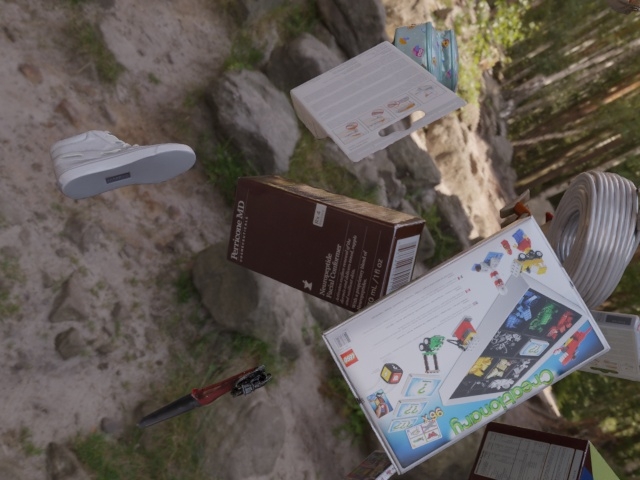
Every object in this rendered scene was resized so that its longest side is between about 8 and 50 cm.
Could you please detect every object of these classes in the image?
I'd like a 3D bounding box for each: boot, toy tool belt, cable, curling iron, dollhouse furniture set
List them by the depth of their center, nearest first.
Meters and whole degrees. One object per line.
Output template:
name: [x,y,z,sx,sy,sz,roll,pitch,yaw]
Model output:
toy tool belt: [0.428,-0.352,0.773,0.051,0.052,0.083,-131,-128,-78]
curling iron: [-0.204,0.265,0.966,0.035,0.274,0.068,68,20,2]
cable: [0.478,0.002,1.035,0.257,0.089,0.257,-47,152,-78]
boot: [-0.382,-0.170,1.103,0.258,0.095,0.123,-17,62,-26]
dollhouse furniture set: [0.598,0.017,1.441,0.262,0.135,0.259,51,-3,34]

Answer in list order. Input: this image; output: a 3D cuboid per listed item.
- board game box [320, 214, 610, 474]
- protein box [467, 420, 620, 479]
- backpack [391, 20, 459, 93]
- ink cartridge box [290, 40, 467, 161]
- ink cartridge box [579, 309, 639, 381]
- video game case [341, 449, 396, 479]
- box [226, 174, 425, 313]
board game box: [0.178,0.126,0.719,0.193,0.305,0.053,61,-4,4]
protein box: [0.421,0.461,1.068,0.200,0.201,0.136,47,59,-28]
backpack: [0.213,-0.365,1.185,0.188,0.144,0.166,-22,110,-67]
ink cartridge box: [0.078,-0.193,0.837,0.225,0.181,0.056,56,-8,41]
ink cartridge box: [0.586,0.215,1.190,0.045,0.145,0.179,-58,135,-31]
video game case: [0.101,0.563,1.348,0.023,0.183,0.201,54,-22,7]
box: [0.000,0.000,1.164,0.143,0.381,0.191,-11,115,-54]
